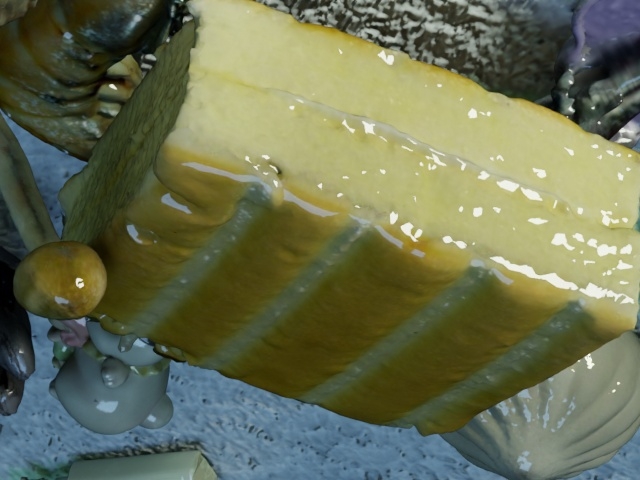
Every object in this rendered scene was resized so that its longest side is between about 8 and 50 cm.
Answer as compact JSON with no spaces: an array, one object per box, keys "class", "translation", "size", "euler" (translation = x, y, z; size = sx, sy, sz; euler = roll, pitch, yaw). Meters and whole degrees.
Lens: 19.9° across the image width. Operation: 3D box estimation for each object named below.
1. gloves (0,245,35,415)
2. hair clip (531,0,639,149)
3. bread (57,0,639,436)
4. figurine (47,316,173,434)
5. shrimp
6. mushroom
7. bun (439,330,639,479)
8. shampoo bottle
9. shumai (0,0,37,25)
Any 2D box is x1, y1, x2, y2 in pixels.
[{"class":"gloves","translation":[-0.250,0.060,1.084],"size":[0.142,0.119,0.285],"euler":[27,153,-36]},{"class":"hair clip","translation":[0.183,-0.088,0.866],"size":[0.195,0.052,0.124],"euler":[-23,136,26]},{"class":"bread","translation":[0.000,0.000,0.903],"size":[0.239,0.111,0.246],"euler":[20,153,-14]},{"class":"figurine","translation":[-0.125,0.052,1.069],"size":[0.098,0.081,0.146],"euler":[13,141,-3]},{"class":"shrimp","translation":[-0.044,-0.096,0.911],"size":[0.198,0.051,0.262],"euler":[25,142,-27]},{"class":"mushroom","translation":[-0.203,-0.071,0.890],"size":[0.306,0.068,0.043],"euler":[44,122,20]},{"class":"bun","translation":[0.122,0.098,1.067],"size":[0.138,0.094,0.138],"euler":[8,139,7]},{"class":"shampoo bottle","translation":[-0.139,0.169,1.250],"size":[0.141,0.034,0.049],"euler":[-6,143,21]},{"class":"shumai","translation":[-0.206,-0.174,0.792],"size":[0.153,0.161,0.209],"euler":[20,168,23]}]
